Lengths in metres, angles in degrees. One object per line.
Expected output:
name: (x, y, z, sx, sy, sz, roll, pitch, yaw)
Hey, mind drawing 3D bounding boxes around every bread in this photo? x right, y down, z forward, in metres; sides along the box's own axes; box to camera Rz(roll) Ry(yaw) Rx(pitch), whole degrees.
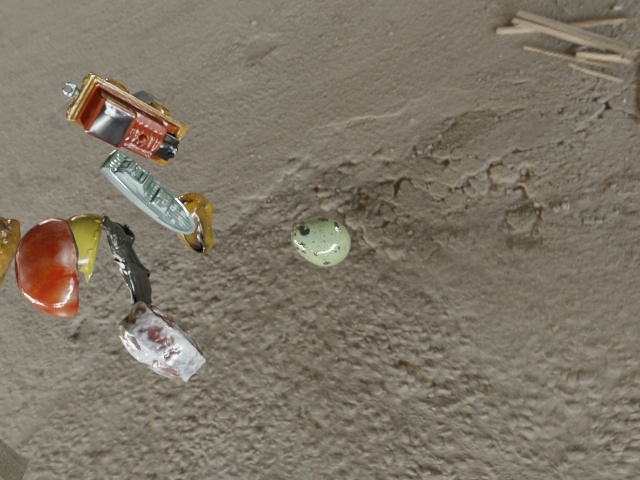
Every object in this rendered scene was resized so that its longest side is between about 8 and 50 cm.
bread: (-0.743, 0.008, 1.068, 0.134, 0.129, 0.260, -45, 38, 16)

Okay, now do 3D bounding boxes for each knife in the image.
knife: (-0.669, -0.536, 1.877, 0.072, 0.245, 0.019, -20, 90, 0)

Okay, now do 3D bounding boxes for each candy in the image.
candy: (-0.496, 0.324, 1.505, 0.157, 0.289, 0.214, -50, 20, -24)

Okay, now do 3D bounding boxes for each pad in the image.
pad: (-0.639, 0.406, 0.945, 0.009, 0.159, 0.265, -47, 10, -28)

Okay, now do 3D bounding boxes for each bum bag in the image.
bum bag: (-0.622, 0.066, 1.575, 0.080, 0.142, 0.326, -18, 101, 2)

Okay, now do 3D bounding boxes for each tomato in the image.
tomato: (-0.470, 0.050, 0.822, 0.174, 0.082, 0.166, 25, 108, 45)

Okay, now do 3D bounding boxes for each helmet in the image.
helmet: (-0.850, 0.008, 1.684, 0.205, 0.140, 0.257, -32, 48, 53)

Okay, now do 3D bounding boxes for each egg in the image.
egg: (0.000, 0.000, 1.740, 0.177, 0.228, 0.177, -51, 28, 41)

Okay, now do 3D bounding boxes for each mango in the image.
mango: (-0.451, -0.060, 1.742, 0.151, 0.248, 0.156, 23, 50, 38)

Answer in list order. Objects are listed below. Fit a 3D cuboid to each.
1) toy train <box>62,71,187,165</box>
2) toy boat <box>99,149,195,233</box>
toy train: (-0.582, -0.354, 1.449, 0.163, 0.369, 0.231, -53, 42, 13)
toy boat: (-0.383, -0.100, 1.110, 0.085, 0.260, 0.078, -6, 49, 38)
